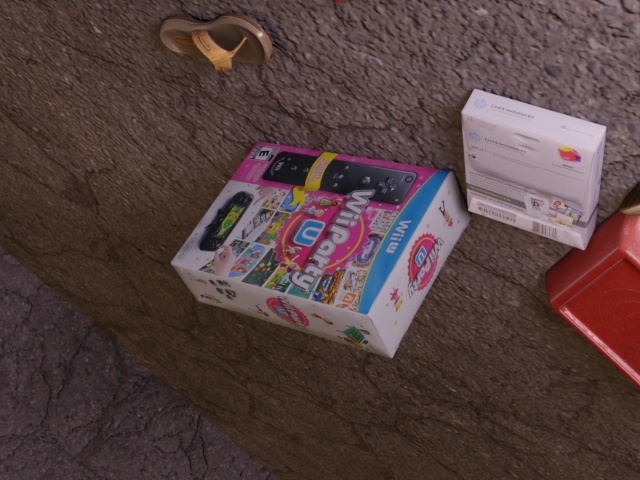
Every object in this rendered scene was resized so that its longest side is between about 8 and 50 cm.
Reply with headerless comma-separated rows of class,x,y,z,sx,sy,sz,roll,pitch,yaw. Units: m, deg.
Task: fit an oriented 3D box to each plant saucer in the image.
plant saucer,0.387,0.099,1.229,0.259,0.048,0.258,43,157,6

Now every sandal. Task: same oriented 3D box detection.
sandal,-0.127,-0.226,1.259,0.180,0.049,0.072,11,149,37

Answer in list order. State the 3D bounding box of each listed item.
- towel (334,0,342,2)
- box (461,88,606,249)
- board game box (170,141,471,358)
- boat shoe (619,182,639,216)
towel,-0.010,-0.343,0.922,0.237,0.037,0.329,0,142,50
box,0.228,-0.074,1.164,0.145,0.038,0.186,20,155,22
board game box,0.000,0.000,1.340,0.303,0.224,0.097,13,148,34
boat shoe,0.353,-0.044,1.063,0.045,0.050,0.135,42,154,-12
